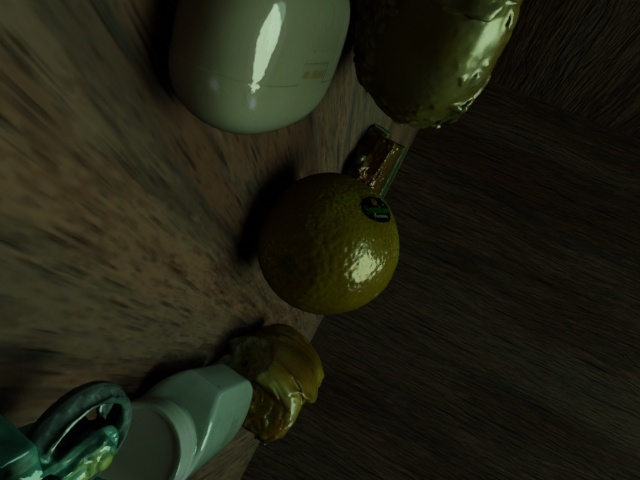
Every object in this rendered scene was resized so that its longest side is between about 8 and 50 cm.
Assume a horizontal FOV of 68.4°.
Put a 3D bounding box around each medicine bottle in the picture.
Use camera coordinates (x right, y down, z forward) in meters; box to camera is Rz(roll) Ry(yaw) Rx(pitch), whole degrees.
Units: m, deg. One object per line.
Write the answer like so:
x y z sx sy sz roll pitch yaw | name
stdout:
-0.186 0.252 0.631 0.161 0.111 0.296 -58 172 -6 | medicine bottle

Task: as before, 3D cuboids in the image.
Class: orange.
0.013 0.004 0.728 0.236 0.236 0.236 -61 170 -18 | orange

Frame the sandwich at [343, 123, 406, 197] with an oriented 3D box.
0.134 -0.182 1.240 0.292 0.109 0.212 -60 171 -23 | sandwich

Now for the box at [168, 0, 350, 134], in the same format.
-0.040 -0.160 0.380 0.200 0.088 0.146 -45 160 -61 | box

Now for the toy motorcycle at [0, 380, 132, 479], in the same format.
-0.220 0.191 0.243 0.296 0.109 0.198 -21 132 -62 | toy motorcycle

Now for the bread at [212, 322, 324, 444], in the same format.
-0.091 0.261 0.944 0.149 0.195 0.344 -59 173 -2 | bread

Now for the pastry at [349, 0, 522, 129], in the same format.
0.135 -0.298 0.622 0.316 0.184 0.284 -117 -139 -85 | pastry
